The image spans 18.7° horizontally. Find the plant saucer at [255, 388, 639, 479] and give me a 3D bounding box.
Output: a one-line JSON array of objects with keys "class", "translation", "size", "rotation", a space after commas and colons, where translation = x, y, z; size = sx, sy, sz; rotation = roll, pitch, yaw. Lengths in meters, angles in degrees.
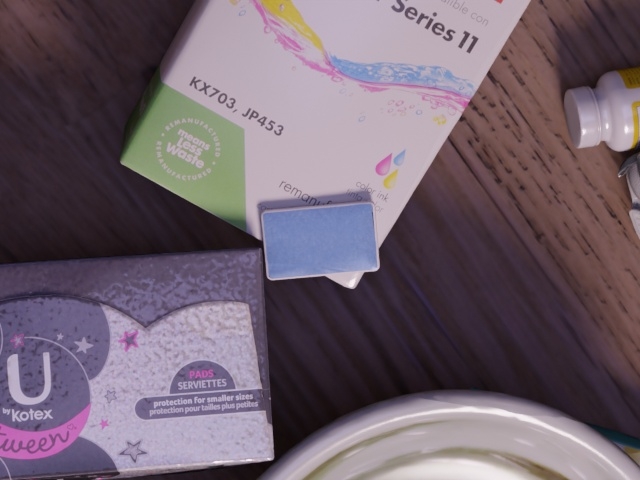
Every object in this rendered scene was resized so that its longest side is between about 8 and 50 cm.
[{"class": "plant saucer", "translation": [0.088, 0.306, 1.457], "size": [0.401, 0.100, 0.400], "rotation": [-1, 93, -12]}]

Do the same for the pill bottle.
[{"class": "pill bottle", "translation": [0.254, -0.105, 1.522], "size": [0.116, 0.065, 0.065], "rotation": [-10, 97, -7]}]

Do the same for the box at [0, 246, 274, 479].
[{"class": "box", "translation": [-0.165, 0.096, 1.436], "size": [0.247, 0.142, 0.163], "rotation": [-3, 85, -7]}]

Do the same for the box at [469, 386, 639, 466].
[{"class": "box", "translation": [0.223, 0.203, 1.553], "size": [0.244, 0.060, 0.100], "rotation": [17, 93, -9]}]

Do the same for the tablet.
[{"class": "tablet", "translation": [0.000, 0.000, 1.412], "size": [0.083, 0.006, 0.054], "rotation": [-5, 107, 1]}]

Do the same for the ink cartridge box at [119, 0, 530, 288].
[{"class": "ink cartridge box", "translation": [0.024, -0.171, 1.428], "size": [0.207, 0.119, 0.353], "rotation": [28, 103, -9]}]

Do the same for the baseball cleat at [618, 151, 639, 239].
[{"class": "baseball cleat", "translation": [0.323, -0.006, 1.530], "size": [0.206, 0.109, 0.072], "rotation": [44, 51, -10]}]
